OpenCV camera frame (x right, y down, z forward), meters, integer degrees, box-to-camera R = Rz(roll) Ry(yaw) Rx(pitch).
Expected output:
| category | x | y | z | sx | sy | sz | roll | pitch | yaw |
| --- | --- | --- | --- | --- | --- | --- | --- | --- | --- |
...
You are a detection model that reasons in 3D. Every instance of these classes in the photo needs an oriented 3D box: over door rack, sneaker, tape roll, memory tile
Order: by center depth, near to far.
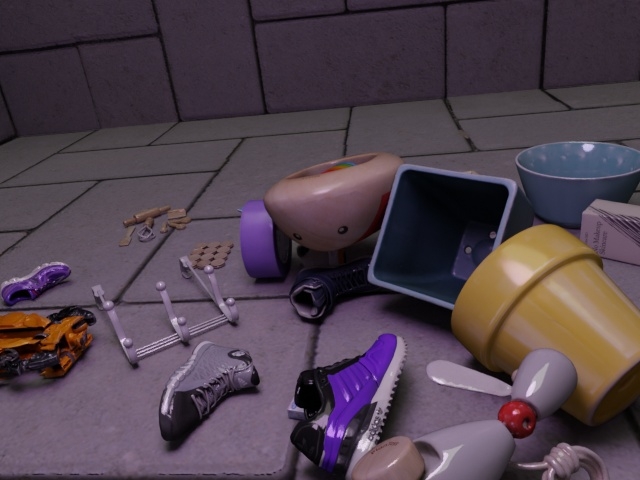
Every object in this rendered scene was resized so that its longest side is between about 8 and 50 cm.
| category | x | y | z | sx | sy | sz | roll | pitch | yaw |
| --- | --- | --- | --- | --- | --- | --- | --- | --- | --- |
| sneaker | 0.040 | 0.223 | 0.847 | 0.146 | 0.102 | 0.293 | 19 | 31 | 11 |
| sneaker | -0.174 | 0.244 | 0.926 | 0.132 | 0.086 | 0.228 | 0 | 25 | 9 |
| sneaker | 0.044 | 0.099 | 1.157 | 0.226 | 0.086 | 0.163 | -11 | 13 | 15 |
| over door rack | -0.355 | 0.122 | 1.205 | 0.240 | 0.108 | 0.324 | -20 | 28 | -27 |
| tape roll | -0.127 | -0.005 | 1.317 | 0.080 | 0.188 | 0.189 | -2 | 25 | 10 |
| sneaker | -0.711 | 0.115 | 1.384 | 0.170 | 0.068 | 0.071 | -28 | 47 | -22 |
| sneaker | 0.000 | 0.000 | 1.392 | 0.121 | 0.099 | 0.262 | -9 | 24 | 7 |
| memory tile | -0.300 | 0.039 | 1.478 | 0.113 | 0.012 | 0.148 | -4 | 26 | 6 |

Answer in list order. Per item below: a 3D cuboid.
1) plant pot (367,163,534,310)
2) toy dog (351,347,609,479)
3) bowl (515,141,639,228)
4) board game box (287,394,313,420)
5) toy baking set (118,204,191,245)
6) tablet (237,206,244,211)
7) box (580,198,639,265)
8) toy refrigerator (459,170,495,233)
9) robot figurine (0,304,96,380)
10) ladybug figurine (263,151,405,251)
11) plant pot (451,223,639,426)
| category | x | y | z | sx | sy | sz | roll | pitch | yaw |
| --- | --- | --- | --- | --- | --- | --- | --- | --- | --- |
| plant pot | 0.289 | 0.012 | 1.104 | 0.248 | 0.247 | 0.252 | 16 | 0 | 41 |
| toy dog | 0.179 | 0.267 | 0.703 | 0.334 | 0.220 | 0.161 | -10 | -7 | -24 |
| bowl | 0.668 | -0.139 | 1.432 | 0.312 | 0.163 | 0.311 | -5 | 25 | 2 |
| board game box | 0.003 | 0.263 | 0.911 | 0.090 | 0.020 | 0.090 | 4 | 27 | 19 |
| toy baking set | -0.525 | -0.055 | 1.714 | 0.256 | 0.030 | 0.197 | -23 | 29 | -30 |
| tablet | -0.222 | -0.098 | 1.757 | 0.054 | 0.006 | 0.083 | -26 | 32 | -35 |
| box | 0.724 | -0.006 | 1.197 | 0.275 | 0.113 | 0.094 | 15 | 34 | 41 |
| toy refrigerator | 0.432 | -0.114 | 1.520 | 0.102 | 0.094 | 0.269 | -9 | 26 | -6 |
| robot figurine | -0.599 | 0.210 | 1.105 | 0.291 | 0.085 | 0.211 | -2 | 26 | 11 |
| ladybug figurine | 0.048 | -0.092 | 1.227 | 0.305 | 0.161 | 0.449 | -8 | 13 | 23 |
| plant pot | 0.376 | 0.141 | 0.847 | 0.254 | 0.254 | 0.239 | -19 | 44 | -24 |
